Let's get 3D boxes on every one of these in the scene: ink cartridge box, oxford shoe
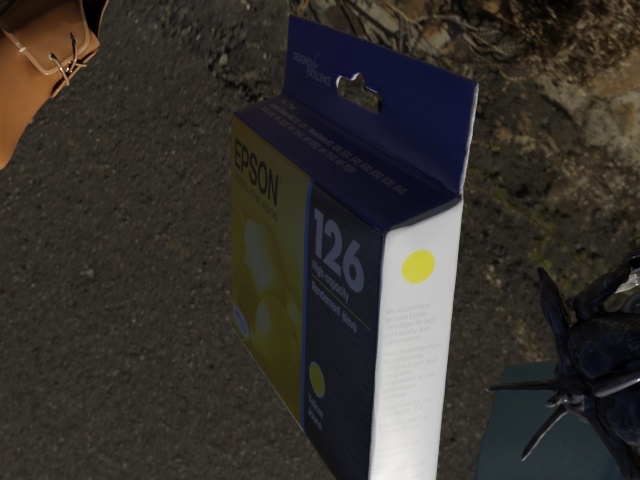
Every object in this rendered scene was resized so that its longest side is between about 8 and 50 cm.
[{"bbox_3d":[0.000,0.000,0.605,0.072,0.303,0.307,-10,115,-21],"label":"ink cartridge box"},{"bbox_3d":[-0.216,-0.142,0.593,0.076,0.212,0.076,13,161,6],"label":"oxford shoe"}]

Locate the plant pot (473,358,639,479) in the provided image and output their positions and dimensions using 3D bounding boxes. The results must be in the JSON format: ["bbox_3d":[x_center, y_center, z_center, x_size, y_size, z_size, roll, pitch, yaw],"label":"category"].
[{"bbox_3d":[0.315,0.300,0.853,0.247,0.252,0.248,44,149,-13],"label":"plant pot"}]

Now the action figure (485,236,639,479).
[{"bbox_3d":[0.246,0.057,0.466,0.275,0.164,0.141,-31,161,31],"label":"action figure"}]
